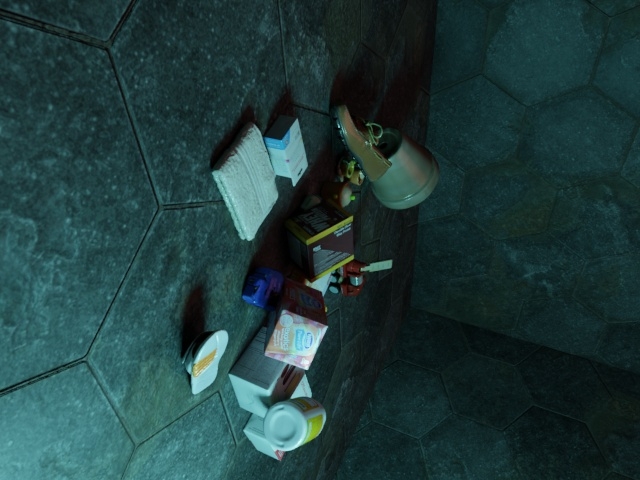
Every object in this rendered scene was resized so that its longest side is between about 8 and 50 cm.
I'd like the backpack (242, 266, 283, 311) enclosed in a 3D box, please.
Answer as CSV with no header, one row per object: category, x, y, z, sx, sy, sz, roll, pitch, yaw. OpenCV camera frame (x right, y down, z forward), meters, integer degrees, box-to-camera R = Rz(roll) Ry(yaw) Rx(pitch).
backpack,-0.169,0.139,1.453,0.101,0.098,0.120,33,74,-47

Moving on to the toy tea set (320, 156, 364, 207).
toy tea set,0.116,-0.206,1.897,0.200,0.124,0.336,78,34,-49

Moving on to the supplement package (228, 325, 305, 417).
supplement package,-0.166,0.433,1.578,0.203,0.149,0.194,-54,150,-40

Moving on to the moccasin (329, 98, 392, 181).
moccasin,0.156,-0.368,1.763,0.147,0.139,0.380,-35,130,9

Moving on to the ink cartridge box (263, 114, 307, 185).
ink cartridge box,-0.097,-0.259,1.420,0.104,0.061,0.181,-61,154,-32

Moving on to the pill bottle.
pill bottle,-0.068,0.560,1.511,0.245,0.136,0.136,32,74,-68

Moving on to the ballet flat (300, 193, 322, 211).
ballet flat,-0.014,-0.063,1.738,0.086,0.086,0.248,-63,149,-29

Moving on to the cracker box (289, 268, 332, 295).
cracker box,-0.033,0.143,1.833,0.156,0.067,0.232,-64,155,-24

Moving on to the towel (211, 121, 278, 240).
towel,-0.189,-0.146,1.286,0.282,0.049,0.187,75,35,-51

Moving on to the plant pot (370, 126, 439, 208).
plant pot,0.330,-0.343,2.160,0.280,0.323,0.323,40,66,-49

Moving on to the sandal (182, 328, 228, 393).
sandal,-0.313,0.305,1.253,0.102,0.076,0.265,-29,153,-43

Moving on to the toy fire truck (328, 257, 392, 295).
toy fire truck,0.167,0.138,2.079,0.158,0.246,0.217,-58,153,-36

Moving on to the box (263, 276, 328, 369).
box,-0.078,0.245,1.496,0.300,0.142,0.154,-105,-142,-77

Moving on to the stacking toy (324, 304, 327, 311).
stacking toy,-0.044,0.369,1.974,0.167,0.052,0.221,15,90,-68

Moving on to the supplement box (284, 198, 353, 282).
supplement box,0.000,0.000,1.641,0.191,0.129,0.194,-29,136,-25

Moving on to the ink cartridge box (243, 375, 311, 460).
ink cartridge box,-0.150,0.631,1.794,0.273,0.114,0.197,-59,152,-34
